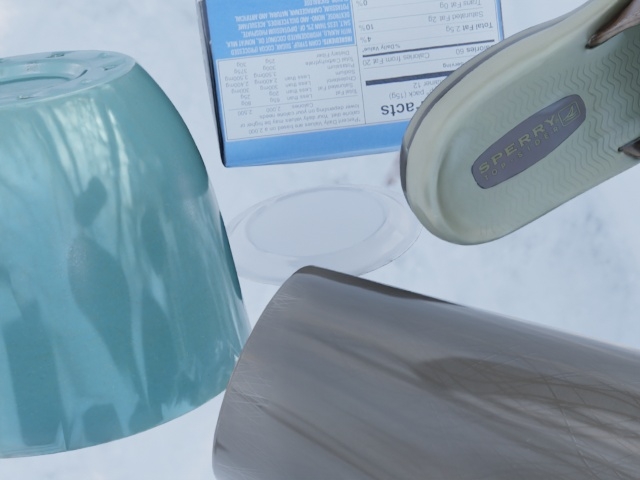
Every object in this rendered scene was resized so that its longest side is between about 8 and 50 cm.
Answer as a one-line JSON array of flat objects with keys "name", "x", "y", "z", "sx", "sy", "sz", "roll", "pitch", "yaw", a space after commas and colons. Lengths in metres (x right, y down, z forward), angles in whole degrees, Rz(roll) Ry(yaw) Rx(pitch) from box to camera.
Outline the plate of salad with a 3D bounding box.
[{"name": "plate of salad", "x": 0.000, "y": 0.000, "z": 1.442, "sx": 0.200, "sy": 0.200, "sz": 0.048, "roll": -29, "pitch": 123, "yaw": -32}]

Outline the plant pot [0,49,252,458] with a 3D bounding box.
[{"name": "plant pot", "x": -0.207, "y": -0.010, "z": 1.117, "sx": 0.293, "sy": 0.293, "sz": 0.235, "roll": -21, "pitch": 114, "yaw": -37}]

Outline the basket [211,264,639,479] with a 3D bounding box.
[{"name": "basket", "x": 0.072, "y": 0.112, "z": 0.768, "sx": 0.154, "sy": 0.227, "sz": 0.204, "roll": 93, "pitch": 24, "yaw": -47}]

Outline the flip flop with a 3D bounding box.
[{"name": "flip flop", "x": 0.161, "y": -0.086, "z": 0.683, "sx": 0.277, "sy": 0.080, "sz": 0.112, "roll": -34, "pitch": 121, "yaw": -4}]

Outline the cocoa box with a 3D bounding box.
[{"name": "cocoa box", "x": 0.014, "y": -0.188, "z": 1.264, "sx": 0.232, "sy": 0.347, "sz": 0.227, "roll": -7, "pitch": 96, "yaw": -3}]
